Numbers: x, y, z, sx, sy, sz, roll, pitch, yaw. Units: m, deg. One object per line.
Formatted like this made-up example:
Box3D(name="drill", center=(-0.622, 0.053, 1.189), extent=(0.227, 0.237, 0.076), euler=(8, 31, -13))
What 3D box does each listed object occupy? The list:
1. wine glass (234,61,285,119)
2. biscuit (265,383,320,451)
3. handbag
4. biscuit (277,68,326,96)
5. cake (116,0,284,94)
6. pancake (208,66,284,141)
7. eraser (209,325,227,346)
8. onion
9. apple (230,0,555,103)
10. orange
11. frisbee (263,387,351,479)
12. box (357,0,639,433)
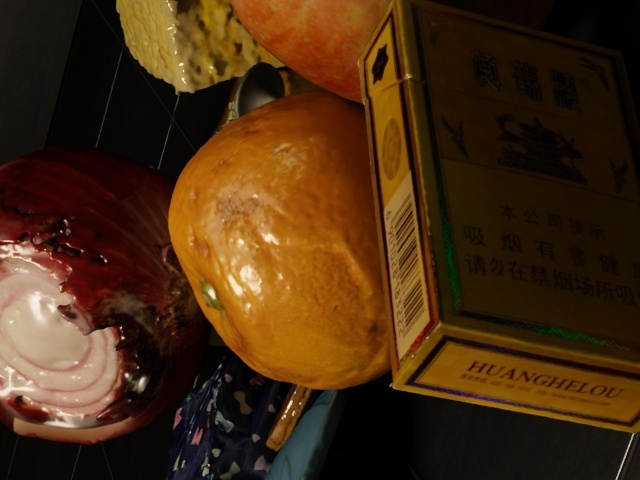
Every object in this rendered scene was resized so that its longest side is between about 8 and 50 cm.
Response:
Box3D(name="wine glass", center=(0.015, -0.120, 1.586), extent=(0.195, 0.079, 0.079), euler=(14, 92, 35))
Box3D(name="biscuit", center=(-0.018, 0.157, 1.666), extent=(0.124, 0.026, 0.175), euler=(-63, 0, -19))
Box3D(name="handbag", center=(-0.106, 0.256, 1.785), extent=(0.162, 0.113, 0.260), euler=(-43, 38, 51))
Box3D(name="biscuit", center=(-0.037, -0.039, 1.782), extent=(0.296, 0.102, 0.296), euler=(-169, 90, -76))
Box3D(name="cake", center=(-0.077, -0.316, 1.805), extent=(0.227, 0.286, 0.222), euler=(-143, 39, -59))
Box3D(name="pancake", center=(-0.097, -0.172, 1.981), extent=(0.244, 0.057, 0.266), euler=(-61, -7, -59))
Box3D(name="eraser", center=(-0.118, 0.032, 2.021), extent=(0.172, 0.058, 0.117), euler=(-100, 30, -44))
Box3D(name="onion", center=(-0.264, 0.049, 1.887), extent=(0.341, 0.341, 0.341), euler=(-168, 90, -70))
Box3D(name="apple", center=(0.058, -0.239, 1.358), extent=(0.301, 0.301, 0.301), euler=(-168, 90, -70))
Box3D(name="orange", center=(0.000, 0.000, 1.443), extent=(0.261, 0.261, 0.261), euler=(-168, 90, -70))
Box3D(name="frisbee", center=(-0.042, 0.256, 1.542), extent=(0.289, 0.049, 0.289), euler=(21, -90, -88))
Box3D(name="box", center=(0.137, -0.024, 1.155), extent=(0.084, 0.193, 0.301), euler=(124, 151, -45))
